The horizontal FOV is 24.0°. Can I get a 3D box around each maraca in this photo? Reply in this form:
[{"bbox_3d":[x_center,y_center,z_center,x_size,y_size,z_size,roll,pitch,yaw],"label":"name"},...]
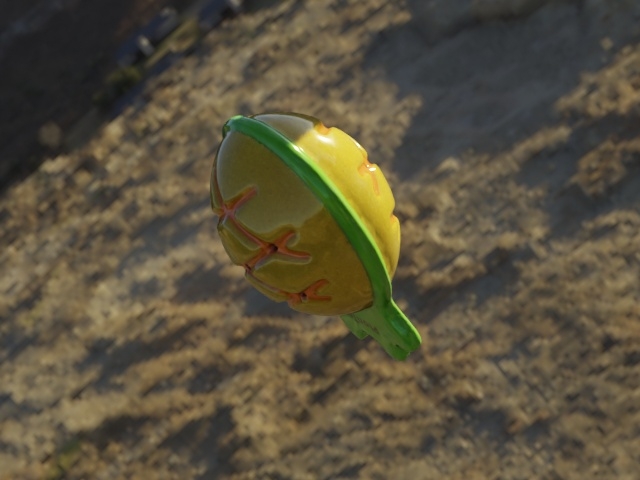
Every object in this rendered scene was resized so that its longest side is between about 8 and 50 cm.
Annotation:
[{"bbox_3d":[0.000,0.000,0.890,0.099,0.186,0.127,-40,35,-13],"label":"maraca"}]
